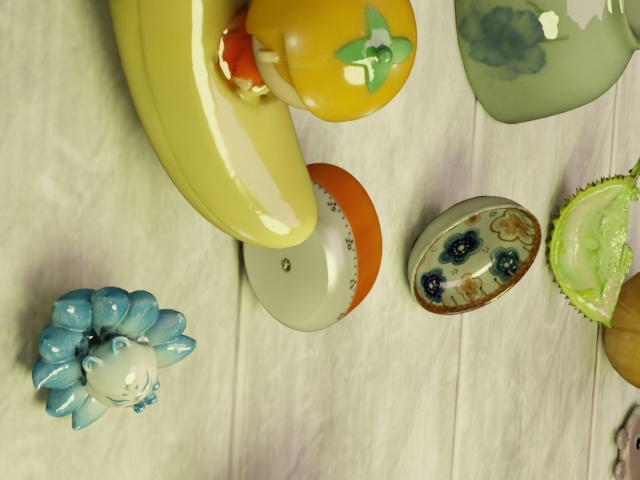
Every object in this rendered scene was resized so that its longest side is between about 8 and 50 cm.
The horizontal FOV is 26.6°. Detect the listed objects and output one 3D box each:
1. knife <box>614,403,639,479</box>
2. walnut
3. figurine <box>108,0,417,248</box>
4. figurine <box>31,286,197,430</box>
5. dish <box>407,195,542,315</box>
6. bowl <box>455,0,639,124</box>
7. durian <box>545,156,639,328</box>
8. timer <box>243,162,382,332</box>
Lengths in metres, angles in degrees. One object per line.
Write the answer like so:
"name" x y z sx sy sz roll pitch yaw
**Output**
"knife" 0.446 0.428 1.909 0.132 0.038 0.399 -20 113 -52
"walnut" 0.464 0.117 1.741 0.225 0.193 0.193 7 89 -67
"figurine" -0.038 -0.143 0.871 0.124 0.222 0.325 -42 129 -49
"figurine" -0.142 0.069 0.879 0.114 0.079 0.114 -16 140 -14
"dish" 0.135 -0.003 1.315 0.141 0.078 0.141 -18 138 -16
"bowl" 0.267 -0.261 1.402 0.289 0.146 0.289 -15 108 -55
"durian" 0.325 -0.009 1.580 0.086 0.100 0.215 -10 111 -60
"timer" 0.000 0.000 1.080 0.136 0.099 0.136 12 90 -70
